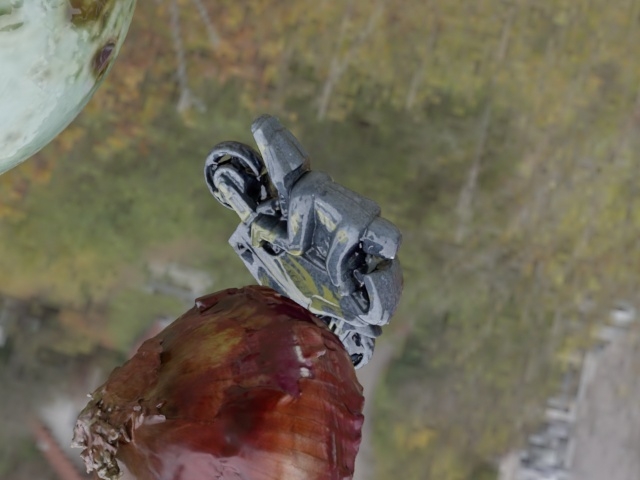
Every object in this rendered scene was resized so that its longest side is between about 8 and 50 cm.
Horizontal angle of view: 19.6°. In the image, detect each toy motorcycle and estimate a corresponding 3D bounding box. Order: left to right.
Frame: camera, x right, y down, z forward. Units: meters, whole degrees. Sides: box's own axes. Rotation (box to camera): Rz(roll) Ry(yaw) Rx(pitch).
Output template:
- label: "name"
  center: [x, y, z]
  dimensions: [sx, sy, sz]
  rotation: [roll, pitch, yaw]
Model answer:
- label: "toy motorcycle"
  center: [0.000, 0.000, 1.293]
  dimensions: [0.124, 0.061, 0.193]
  rotation: [-25, 101, 41]

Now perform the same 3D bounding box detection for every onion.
- label: "onion"
  center: [-0.083, 0.129, 1.212]
  dimensions: [0.163, 0.230, 0.230]
  rotation: [22, 158, -23]

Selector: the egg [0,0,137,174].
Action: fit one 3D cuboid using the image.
- label: "egg"
  center: [-0.178, -0.097, 0.782]
  dimensions: [0.231, 0.169, 0.169]
  rotation: [-41, 136, 13]
